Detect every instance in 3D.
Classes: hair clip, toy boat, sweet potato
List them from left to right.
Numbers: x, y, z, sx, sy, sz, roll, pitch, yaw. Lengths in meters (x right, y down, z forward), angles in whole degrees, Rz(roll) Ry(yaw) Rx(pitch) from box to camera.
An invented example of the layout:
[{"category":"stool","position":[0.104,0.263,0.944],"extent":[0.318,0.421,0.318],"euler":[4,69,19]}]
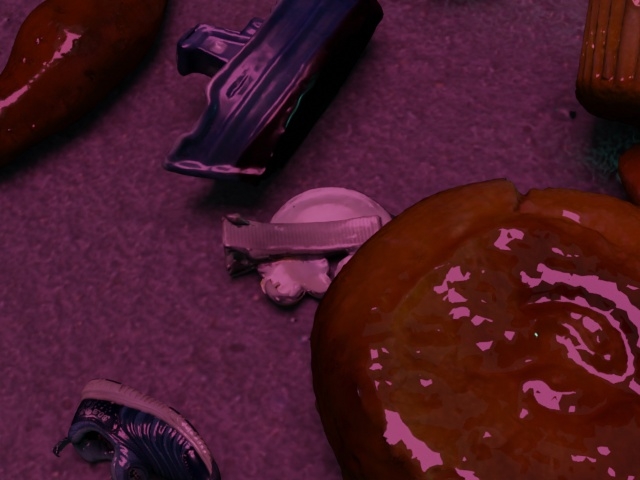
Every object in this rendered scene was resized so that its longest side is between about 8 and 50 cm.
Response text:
[{"category":"sweet potato","position":[-0.242,-0.184,1.135],"extent":[0.112,0.112,0.359],"euler":[24,59,21]},{"category":"toy boat","position":[-0.054,-0.172,1.085],"extent":[0.142,0.129,0.309],"euler":[29,61,8]},{"category":"hair clip","position":[0.000,0.000,1.013],"extent":[0.172,0.049,0.116],"euler":[-5,59,-2]}]

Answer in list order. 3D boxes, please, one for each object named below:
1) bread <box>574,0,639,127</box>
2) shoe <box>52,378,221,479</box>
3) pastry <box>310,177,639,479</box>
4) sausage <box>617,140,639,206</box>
[{"category":"bread","position":[0.347,-0.155,0.977],"extent":[0.253,0.227,0.142],"euler":[13,91,9]},{"category":"shoe","position":[-0.141,0.163,0.908],"extent":[0.143,0.064,0.071],"euler":[22,60,23]},{"category":"pastry","position":[0.155,0.107,0.853],"extent":[0.356,0.164,0.356],"euler":[0,53,0]},{"category":"sausage","position":[0.330,0.002,0.943],"extent":[0.098,0.098,0.238],"euler":[-23,55,-9]}]
